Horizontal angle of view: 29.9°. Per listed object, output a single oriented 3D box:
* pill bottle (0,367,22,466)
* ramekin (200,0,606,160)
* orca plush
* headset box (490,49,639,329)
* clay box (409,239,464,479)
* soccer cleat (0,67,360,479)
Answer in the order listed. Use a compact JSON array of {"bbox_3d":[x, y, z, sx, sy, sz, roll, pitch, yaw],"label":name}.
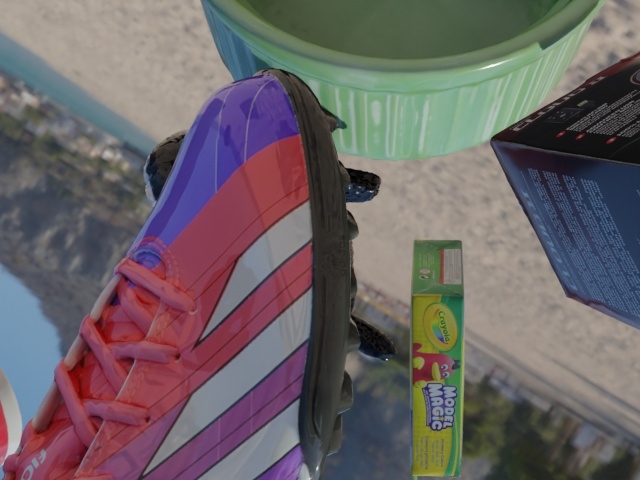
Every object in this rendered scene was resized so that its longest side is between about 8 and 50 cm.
[{"bbox_3d":[-0.515,0.241,1.357,0.176,0.176,0.318,31,-144,28],"label":"pill bottle"},{"bbox_3d":[0.053,-0.202,0.809,0.303,0.303,0.148,31,160,15],"label":"ramekin"},{"bbox_3d":[0.000,0.000,0.779,0.287,0.102,0.151,53,-158,-46],"label":"orca plush"},{"bbox_3d":[0.228,-0.048,0.567,0.110,0.218,0.293,62,173,-12],"label":"headset box"},{"bbox_3d":[0.112,0.124,1.153,0.053,0.222,0.127,0,-156,6],"label":"clay box"},{"bbox_3d":[-0.067,0.089,0.430,0.116,0.318,0.108,10,-179,-22],"label":"soccer cleat"}]
